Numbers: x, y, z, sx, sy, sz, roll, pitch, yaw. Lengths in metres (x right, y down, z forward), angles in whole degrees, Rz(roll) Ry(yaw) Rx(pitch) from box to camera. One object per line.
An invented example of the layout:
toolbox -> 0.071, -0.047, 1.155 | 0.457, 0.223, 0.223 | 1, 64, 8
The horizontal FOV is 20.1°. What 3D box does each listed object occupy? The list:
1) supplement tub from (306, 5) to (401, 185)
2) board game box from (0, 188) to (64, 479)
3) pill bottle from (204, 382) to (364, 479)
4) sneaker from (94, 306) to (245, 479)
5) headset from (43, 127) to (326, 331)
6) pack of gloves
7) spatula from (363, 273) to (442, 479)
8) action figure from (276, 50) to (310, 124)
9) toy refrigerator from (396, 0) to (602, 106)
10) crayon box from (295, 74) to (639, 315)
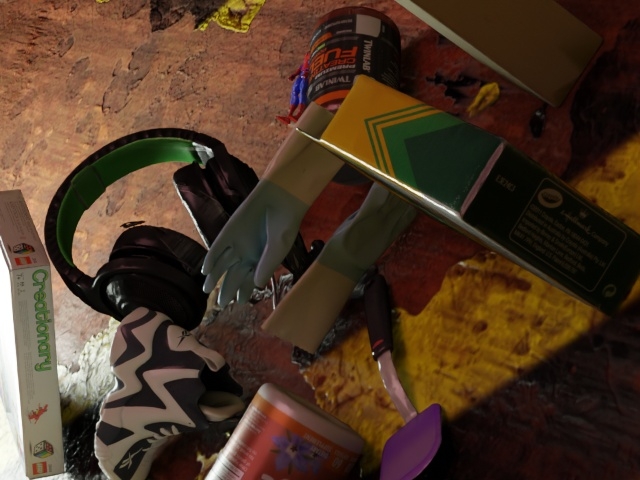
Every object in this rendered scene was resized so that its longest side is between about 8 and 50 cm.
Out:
supplement tub -> 0.037, -0.159, 2.016 | 0.106, 0.106, 0.198 | -31, 42, 37
board game box -> -0.365, 0.115, 2.226 | 0.193, 0.053, 0.305 | -123, 29, -55
pill bottle -> -0.058, 0.260, 1.788 | 0.216, 0.121, 0.121 | -60, 32, 0
sneaker -> -0.159, 0.198, 2.007 | 0.153, 0.094, 0.235 | 22, 117, 19
headset -> -0.152, -0.014, 2.045 | 0.394, 0.185, 0.243 | 26, 65, 33
pack of gloves -> 0.000, 0.000, 1.856 | 0.232, 0.195, 0.046 | -55, 38, 7
spatula -> 0.073, 0.133, 1.799 | 0.084, 0.030, 0.296 | -41, 36, 24
action figure -> -0.020, -0.197, 2.200 | 0.038, 0.030, 0.115 | -5, 58, 58
toy refrigerator -> 0.146, -0.246, 1.784 | 0.094, 0.269, 0.102 | -57, 31, 4
crayon box -> 0.137, -0.054, 1.701 | 0.083, 0.203, 0.323 | -59, 32, 0
